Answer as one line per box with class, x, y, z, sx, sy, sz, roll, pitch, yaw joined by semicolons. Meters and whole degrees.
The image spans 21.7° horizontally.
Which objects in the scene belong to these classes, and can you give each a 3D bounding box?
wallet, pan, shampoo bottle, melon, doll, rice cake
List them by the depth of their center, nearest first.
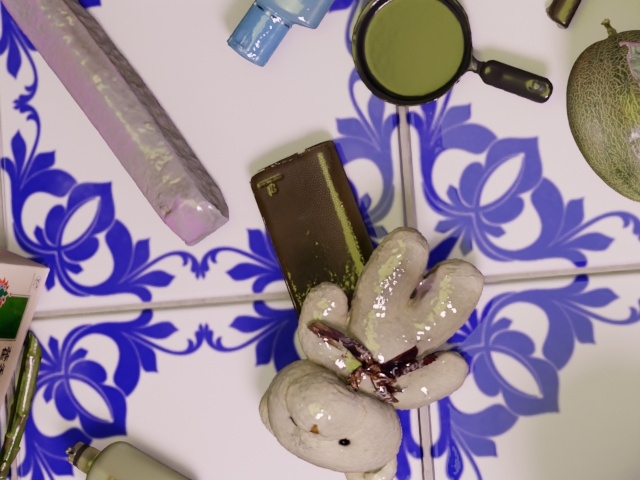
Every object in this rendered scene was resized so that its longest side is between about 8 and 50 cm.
melon;0.318;-0.133;1.678;0.139;0.139;0.192;-19;82;17
doll;0.053;0.122;1.747;0.175;0.149;0.278;33;97;17
pan;0.143;-0.194;1.795;0.235;0.028;0.136;23;95;21
wallet;0.000;0.000;1.833;0.110;0.031;0.198;-23;80;17
shampoo bottle;-0.011;-0.308;1.835;0.104;0.061;0.258;38;100;17
shampoo bottle;-0.213;0.274;1.866;0.162;0.079;0.079;27;96;18
rice cake;-0.239;-0.162;1.902;0.070;0.064;0.399;-42;76;18

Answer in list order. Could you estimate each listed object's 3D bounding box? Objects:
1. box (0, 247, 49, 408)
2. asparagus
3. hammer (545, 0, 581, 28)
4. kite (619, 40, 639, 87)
box;-0.417;0.110;1.893;0.095;0.168;0.212;21;94;22
asparagus;-0.361;0.221;1.944;0.034;0.027;0.236;19;94;23
hammer;0.317;-0.358;1.747;0.125;0.027;0.297;33;97;22
kite;0.396;-0.097;1.638;0.268;0.013;0.323;-48;116;-26
